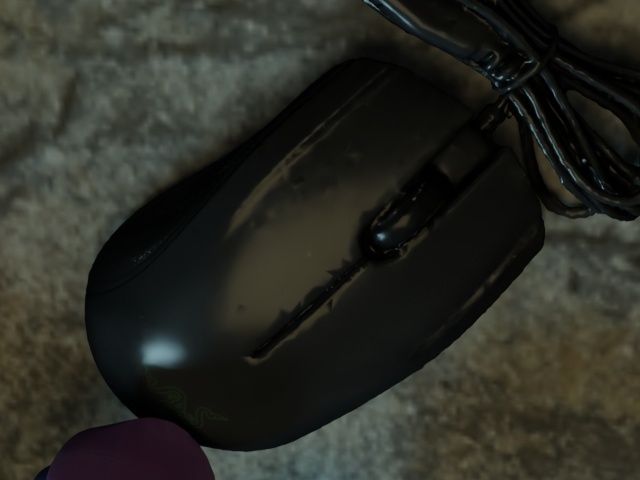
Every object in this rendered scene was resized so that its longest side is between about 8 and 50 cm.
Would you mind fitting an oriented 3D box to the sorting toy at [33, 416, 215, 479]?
[{"bbox_3d":[-0.015,0.210,0.854,0.126,0.127,0.365,-15,130,43],"label":"sorting toy"}]

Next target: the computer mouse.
[{"bbox_3d":[0.000,0.000,0.743,0.188,0.072,0.272,39,119,-16],"label":"computer mouse"}]
